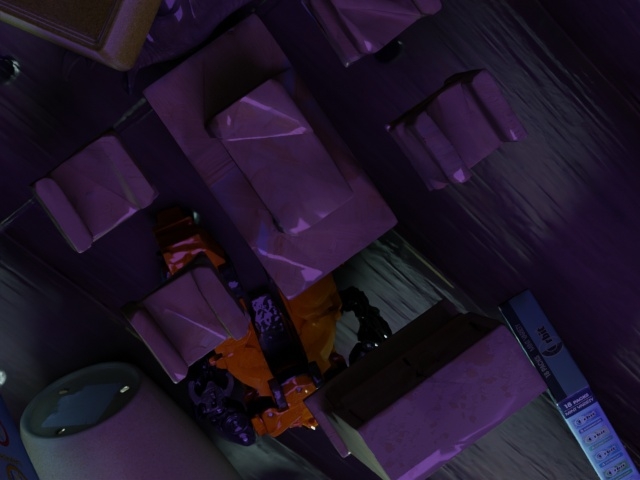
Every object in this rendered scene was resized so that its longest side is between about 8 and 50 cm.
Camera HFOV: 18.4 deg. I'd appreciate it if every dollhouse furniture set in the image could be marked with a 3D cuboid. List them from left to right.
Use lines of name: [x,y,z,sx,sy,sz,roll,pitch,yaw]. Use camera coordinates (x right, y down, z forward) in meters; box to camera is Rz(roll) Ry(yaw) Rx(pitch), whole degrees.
dollhouse furniture set: [0.000,0.000,1.728,0.362,0.256,0.394,-36,97,-7]

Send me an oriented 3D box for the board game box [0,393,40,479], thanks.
board game box: [-0.350,0.167,1.651,0.086,0.302,0.308,-33,154,8]

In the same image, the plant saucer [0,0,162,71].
plant saucer: [-0.208,-0.236,1.563,0.188,0.045,0.188,23,120,-8]

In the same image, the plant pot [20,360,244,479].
plant pot: [-0.180,0.264,1.920,0.256,0.256,0.274,-22,116,-3]

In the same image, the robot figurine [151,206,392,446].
robot figurine: [-0.048,0.073,1.900,0.211,0.085,0.291,-22,132,-3]

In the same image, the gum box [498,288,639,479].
gum box: [0.262,0.161,2.045,0.041,0.157,0.184,-31,132,4]

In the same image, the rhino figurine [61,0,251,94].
rhino figurine: [-0.122,-0.206,1.651,0.243,0.073,0.106,-37,128,12]
